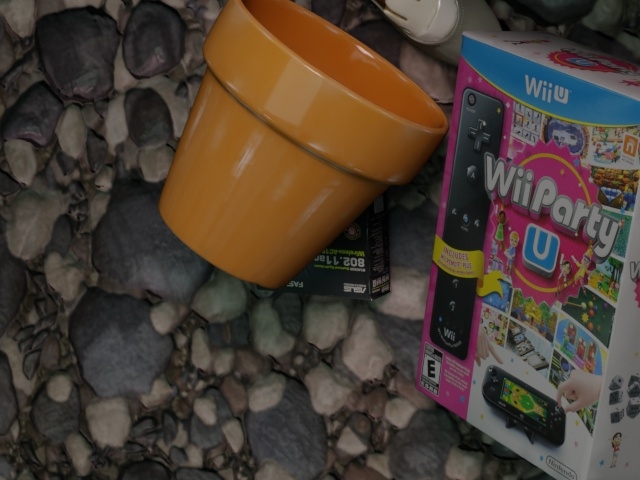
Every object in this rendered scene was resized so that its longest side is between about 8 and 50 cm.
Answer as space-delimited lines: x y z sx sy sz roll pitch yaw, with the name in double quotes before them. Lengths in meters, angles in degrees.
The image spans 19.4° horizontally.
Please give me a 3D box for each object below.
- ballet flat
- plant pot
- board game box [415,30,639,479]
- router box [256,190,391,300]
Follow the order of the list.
"ballet flat" 0.058 -0.212 1.532 0.213 0.068 0.072 46 121 13
"plant pot" -0.031 -0.072 1.520 0.205 0.205 0.188 39 106 18
"board game box" 0.188 0.010 1.444 0.224 0.097 0.303 29 117 51
"router box" 0.000 0.000 1.639 0.122 0.038 0.092 4 105 30
